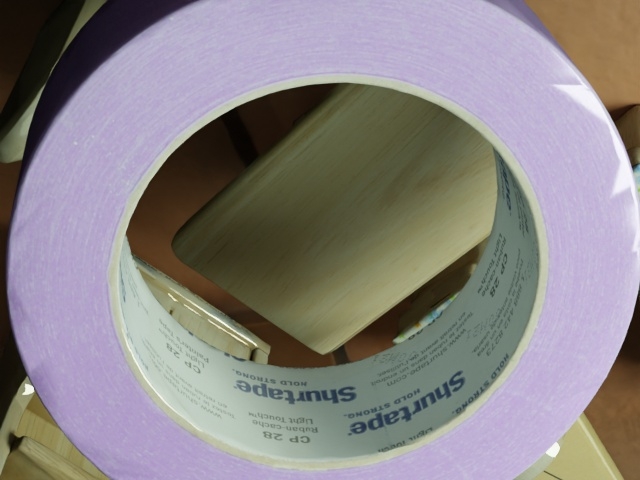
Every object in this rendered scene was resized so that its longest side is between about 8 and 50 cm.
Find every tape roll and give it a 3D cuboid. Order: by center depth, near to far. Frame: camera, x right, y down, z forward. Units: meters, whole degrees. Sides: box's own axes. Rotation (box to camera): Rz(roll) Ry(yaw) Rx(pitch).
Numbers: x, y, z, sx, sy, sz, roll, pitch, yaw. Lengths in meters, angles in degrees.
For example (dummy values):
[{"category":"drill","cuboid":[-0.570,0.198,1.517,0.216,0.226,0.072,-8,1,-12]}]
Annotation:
[{"category":"tape roll","cuboid":[0.000,0.000,0.682,0.274,0.090,0.275,-2,116,-4]}]

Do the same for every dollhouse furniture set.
[{"category":"dollhouse furniture set","cuboid":[-0.029,0.046,0.830,0.362,0.256,0.394,35,128,-21]}]

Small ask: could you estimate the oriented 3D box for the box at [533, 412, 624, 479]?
[{"category":"box","cuboid":[0.128,0.173,1.077,0.164,0.021,0.201,-18,127,24]}]
